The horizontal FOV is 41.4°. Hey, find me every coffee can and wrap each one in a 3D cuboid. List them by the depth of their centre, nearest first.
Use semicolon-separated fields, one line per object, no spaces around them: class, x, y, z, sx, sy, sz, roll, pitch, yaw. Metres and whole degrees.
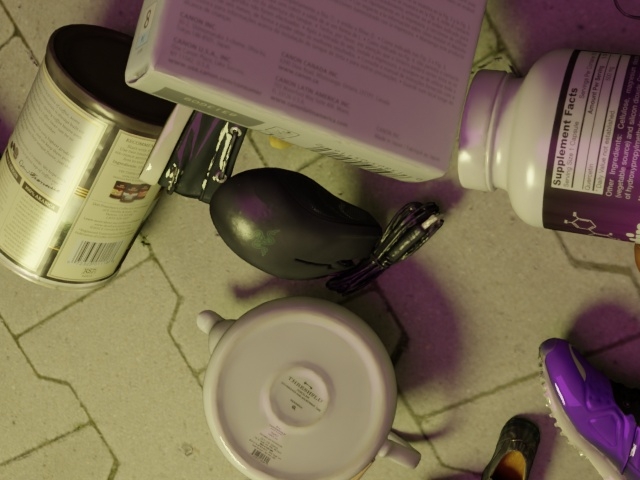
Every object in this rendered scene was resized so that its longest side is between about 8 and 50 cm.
coffee can;-0.293;-0.101;1.072;0.201;0.201;0.275;39;119;7

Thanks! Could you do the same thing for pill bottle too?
pill bottle;0.306;-0.088;0.822;0.323;0.181;0.182;10;112;21

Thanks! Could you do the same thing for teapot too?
teapot;-0.020;0.190;1.073;0.252;0.187;0.256;-13;86;0

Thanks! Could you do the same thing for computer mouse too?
computer mouse;0.000;0.000;0.954;0.188;0.272;0.072;-41;47;33

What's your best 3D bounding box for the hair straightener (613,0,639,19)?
hair straightener;0.287;-0.306;0.838;0.089;0.047;0.230;-34;97;30

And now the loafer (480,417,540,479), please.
loafer;0.230;0.307;1.065;0.062;0.061;0.170;13;114;18

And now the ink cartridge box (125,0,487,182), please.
ink cartridge box;0.017;-0.280;0.795;0.091;0.308;0.385;0;76;62

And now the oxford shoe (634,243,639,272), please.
oxford shoe;0.411;0.068;0.900;0.076;0.076;0.212;-40;106;14

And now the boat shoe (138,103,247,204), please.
boat shoe;-0.063;-0.181;0.891;0.113;0.127;0.340;30;101;-15

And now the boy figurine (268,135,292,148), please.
boy figurine;0.005;-0.234;0.957;0.177;0.092;0.285;21;116;16

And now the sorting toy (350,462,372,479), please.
sorting toy;0.027;0.323;1.180;0.062;0.012;0.083;24;120;-16

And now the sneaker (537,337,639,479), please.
sneaker;0.369;0.211;0.956;0.146;0.102;0.293;-34;96;23

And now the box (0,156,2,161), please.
box;-0.579;-0.092;1.237;0.165;0.143;0.270;-40;89;28
